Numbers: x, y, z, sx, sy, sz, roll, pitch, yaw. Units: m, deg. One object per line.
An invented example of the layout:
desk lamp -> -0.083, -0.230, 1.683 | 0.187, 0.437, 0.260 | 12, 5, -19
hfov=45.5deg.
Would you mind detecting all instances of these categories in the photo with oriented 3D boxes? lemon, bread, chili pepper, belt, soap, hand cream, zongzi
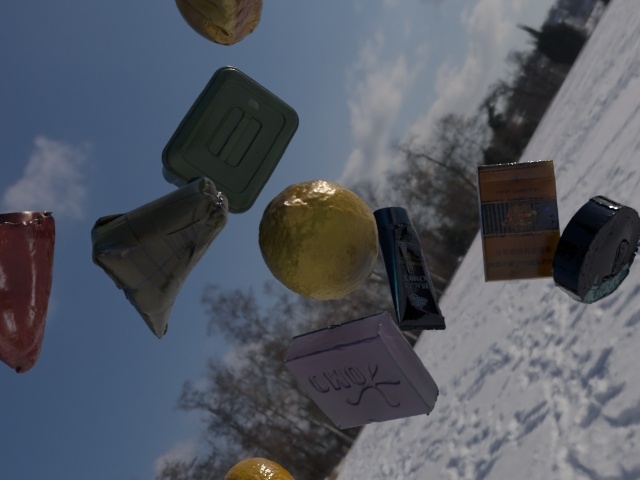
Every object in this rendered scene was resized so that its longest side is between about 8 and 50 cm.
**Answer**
lemon -> 0.000, 0.000, 1.210 | 0.188, 0.188, 0.257 | -61, -30, -5
bread -> -0.189, -0.504, 1.401 | 0.132, 0.167, 0.294 | -44, -14, -30
chili pepper -> -0.469, 0.083, 1.135 | 0.144, 0.137, 0.252 | -84, -5, -81
belt -> 0.504, 0.020, 1.393 | 0.151, 0.078, 0.198 | 7, -71, -35
lemon -> -0.107, 0.481, 1.412 | 0.142, 0.187, 0.142 | -12, -72, -39
soap -> 0.104, 0.332, 1.909 | 0.296, 0.285, 0.107 | -21, 30, 33
hand cream -> 0.175, 0.060, 1.565 | 0.120, 0.270, 0.061 | 3, -28, -33
zongzi -> -0.252, 0.045, 1.413 | 0.260, 0.123, 0.289 | -25, -53, 3

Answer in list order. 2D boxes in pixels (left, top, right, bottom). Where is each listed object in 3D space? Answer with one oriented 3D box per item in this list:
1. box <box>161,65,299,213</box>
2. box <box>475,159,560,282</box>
box -> -0.234, -0.237, 1.919 | 0.328, 0.253, 0.178 | -60, 12, -19
box -> 0.400, -0.037, 1.536 | 0.070, 0.152, 0.237 | 46, -140, -78
